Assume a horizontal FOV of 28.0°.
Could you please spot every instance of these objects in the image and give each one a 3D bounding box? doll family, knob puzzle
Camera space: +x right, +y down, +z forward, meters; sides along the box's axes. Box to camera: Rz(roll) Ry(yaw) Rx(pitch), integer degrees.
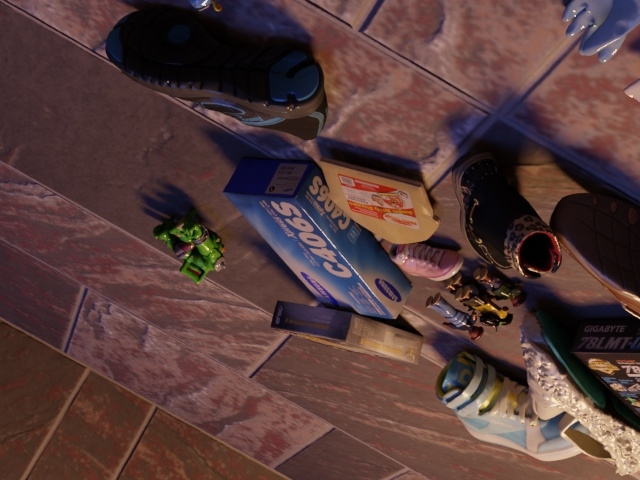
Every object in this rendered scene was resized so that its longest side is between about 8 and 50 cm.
[{"bbox_3d":[0.259,0.109,2.102,0.111,0.076,0.193,32,161,-20],"label":"doll family"},{"bbox_3d":[0.100,-0.058,1.981,0.213,0.030,0.213,22,155,11],"label":"knob puzzle"}]

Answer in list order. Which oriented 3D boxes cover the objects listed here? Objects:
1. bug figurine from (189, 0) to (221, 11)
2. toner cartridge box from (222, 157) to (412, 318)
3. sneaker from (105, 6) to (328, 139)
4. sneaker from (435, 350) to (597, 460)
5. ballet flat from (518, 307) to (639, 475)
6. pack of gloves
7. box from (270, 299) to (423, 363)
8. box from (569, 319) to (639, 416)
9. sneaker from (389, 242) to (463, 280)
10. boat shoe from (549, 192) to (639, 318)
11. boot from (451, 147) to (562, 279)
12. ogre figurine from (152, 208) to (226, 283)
[{"bbox_3d":[-0.148,-0.372,1.564,0.216,0.072,0.279,41,154,-26],"label":"bug figurine"},{"bbox_3d":[0.000,0.000,2.148,0.165,0.075,0.348,8,149,42],"label":"toner cartridge box"},{"bbox_3d":[-0.148,-0.222,1.804,0.341,0.125,0.139,22,160,19],"label":"sneaker"},{"bbox_3d":[0.337,0.291,2.314,0.319,0.127,0.208,-3,143,48],"label":"sneaker"},{"bbox_3d":[0.432,0.274,2.123,0.409,0.147,0.147,41,153,-27],"label":"ballet flat"},{"bbox_3d":[0.354,-0.206,1.344,0.195,0.046,0.232,44,156,0],"label":"pack of gloves"},{"bbox_3d":[0.051,0.171,2.365,0.183,0.056,0.231,8,171,40],"label":"box"},{"bbox_3d":[0.586,0.226,1.980,0.293,0.073,0.295,41,153,-26],"label":"box"},{"bbox_3d":[0.163,0.026,2.056,0.070,0.051,0.134,37,159,-31],"label":"sneaker"},{"bbox_3d":[0.435,0.052,1.739,0.324,0.123,0.116,34,158,-10],"label":"boat shoe"},{"bbox_3d":[0.263,0.003,1.760,0.178,0.085,0.236,58,176,43],"label":"boot"},{"bbox_3d":[-0.243,0.012,2.410,0.197,0.097,0.118,-22,115,46],"label":"ogre figurine"}]
